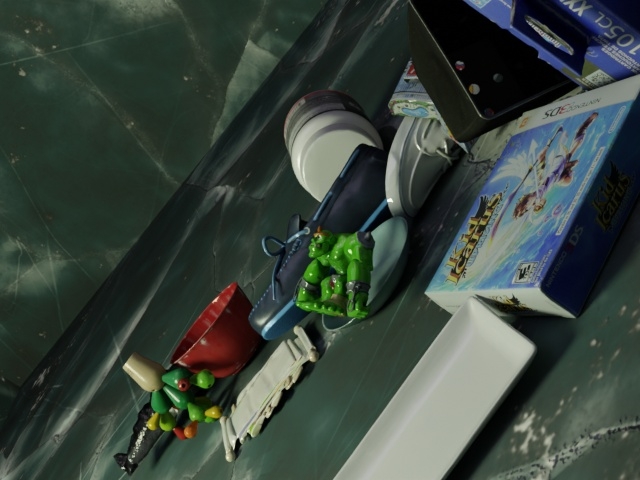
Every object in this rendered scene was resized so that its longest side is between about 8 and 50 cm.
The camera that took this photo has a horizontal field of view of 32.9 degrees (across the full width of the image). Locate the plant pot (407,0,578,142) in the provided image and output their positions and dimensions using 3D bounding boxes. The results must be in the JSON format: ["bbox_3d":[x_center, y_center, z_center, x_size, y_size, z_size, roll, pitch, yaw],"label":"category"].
[{"bbox_3d":[0.220,-0.230,1.396,0.187,0.188,0.167,-26,-14,-15],"label":"plant pot"}]

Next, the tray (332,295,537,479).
[{"bbox_3d":[0.117,0.195,1.127,0.270,0.030,0.145,-54,27,4],"label":"tray"}]

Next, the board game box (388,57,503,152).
[{"bbox_3d":[0.195,-0.225,1.557,0.194,0.060,0.194,11,62,32],"label":"board game box"}]

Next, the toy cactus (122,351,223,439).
[{"bbox_3d":[-0.258,0.262,1.836,0.112,0.180,0.219,-56,3,-30],"label":"toy cactus"}]

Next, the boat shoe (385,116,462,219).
[{"bbox_3d":[0.168,-0.149,1.607,0.084,0.095,0.258,4,70,36],"label":"boat shoe"}]

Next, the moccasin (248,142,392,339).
[{"bbox_3d":[0.000,0.000,1.690,0.342,0.117,0.138,-49,-15,-3],"label":"moccasin"}]

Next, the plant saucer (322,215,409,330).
[{"bbox_3d":[0.075,0.056,1.553,0.195,0.037,0.195,-49,17,20],"label":"plant saucer"}]

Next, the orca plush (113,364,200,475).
[{"bbox_3d":[-0.299,0.286,2.000,0.287,0.102,0.151,-52,2,5],"label":"orca plush"}]

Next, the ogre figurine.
[{"bbox_3d":[0.024,0.045,1.500,0.197,0.096,0.118,130,154,-82],"label":"ogre figurine"}]

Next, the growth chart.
[{"bbox_3d":[-0.084,0.234,1.682,0.237,0.021,0.172,-52,17,12],"label":"growth chart"}]

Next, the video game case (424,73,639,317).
[{"bbox_3d":[0.251,-0.042,1.202,0.270,0.061,0.244,-60,15,-15],"label":"video game case"}]

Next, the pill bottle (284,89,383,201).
[{"bbox_3d":[0.025,-0.162,1.914,0.161,0.161,0.283,-52,17,12],"label":"pill bottle"}]

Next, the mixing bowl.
[{"bbox_3d":[-0.166,0.171,1.887,0.181,0.098,0.181,-48,11,12],"label":"mixing bowl"}]

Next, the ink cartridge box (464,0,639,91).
[{"bbox_3d":[0.317,-0.354,1.257,0.396,0.270,0.151,-61,12,-19],"label":"ink cartridge box"}]
